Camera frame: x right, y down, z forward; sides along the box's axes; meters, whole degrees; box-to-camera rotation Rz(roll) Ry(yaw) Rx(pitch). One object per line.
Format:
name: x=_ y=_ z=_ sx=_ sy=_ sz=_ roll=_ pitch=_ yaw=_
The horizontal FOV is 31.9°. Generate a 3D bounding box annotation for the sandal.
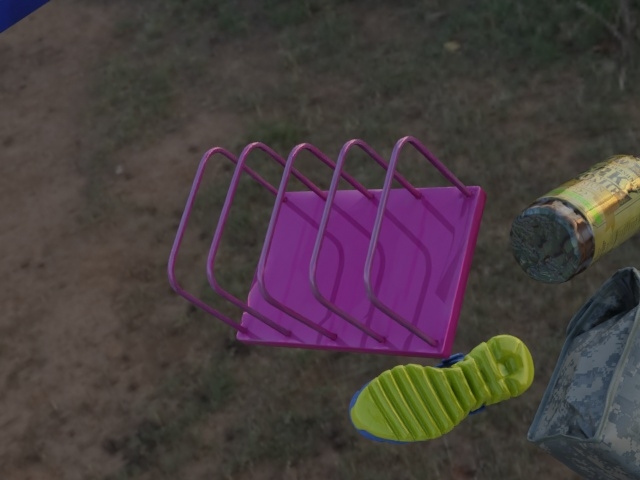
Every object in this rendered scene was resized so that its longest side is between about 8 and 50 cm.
sandal: x=0.183 y=0.247 z=1.779 sx=0.317 sy=0.126 sz=0.138 roll=-11 pitch=-13 yaw=-26

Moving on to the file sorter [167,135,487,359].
file sorter: x=0.000 y=0.000 z=1.259 sx=0.291 sy=0.182 sz=0.202 roll=0 pitch=65 yaw=36

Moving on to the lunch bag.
lunch bag: x=0.458 y=0.210 z=1.579 sx=0.169 sy=0.235 sz=0.287 roll=-19 pitch=41 yaw=61

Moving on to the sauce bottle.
sauce bottle: x=0.385 y=-0.052 z=1.498 sx=0.111 sy=0.111 sz=0.344 roll=15 pitch=31 yaw=38

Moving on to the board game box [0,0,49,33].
board game box: x=-0.165 y=-0.324 z=0.846 sx=0.347 sy=0.078 sz=0.233 roll=-22 pitch=54 yaw=31
